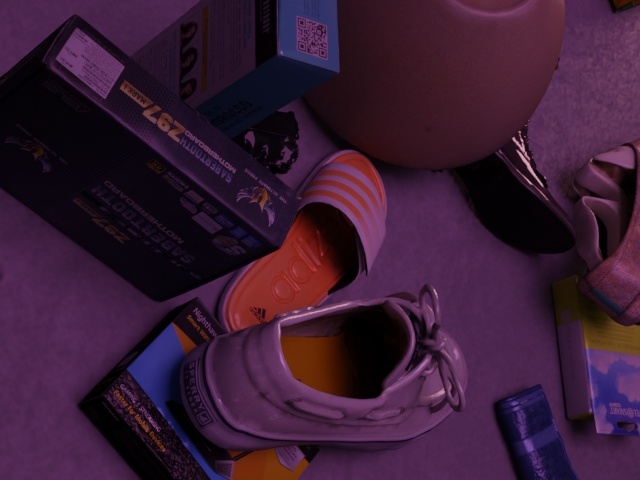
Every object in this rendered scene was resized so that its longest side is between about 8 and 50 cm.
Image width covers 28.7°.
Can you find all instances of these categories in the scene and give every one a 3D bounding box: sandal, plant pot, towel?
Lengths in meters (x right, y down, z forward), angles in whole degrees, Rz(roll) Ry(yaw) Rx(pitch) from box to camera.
[{"bbox_3d":[0.006,0.008,1.179,0.102,0.076,0.265,49,51,-15],"label":"sandal"},{"bbox_3d":[0.123,-0.234,1.222,0.284,0.191,0.284,4,72,-13],"label":"plant pot"},{"bbox_3d":[0.229,0.216,1.316,0.067,0.029,0.119,-16,85,-41],"label":"towel"}]

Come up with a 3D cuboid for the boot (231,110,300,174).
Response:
[{"bbox_3d":[-0.067,-0.122,1.187,0.099,0.045,0.121,11,75,-33],"label":"boot"}]

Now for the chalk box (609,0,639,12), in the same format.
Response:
[{"bbox_3d":[0.471,-0.405,1.666,0.213,0.132,0.132,-26,92,-41],"label":"chalk box"}]

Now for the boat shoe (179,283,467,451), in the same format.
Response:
[{"bbox_3d":[0.055,0.099,1.096,0.367,0.156,0.135,8,60,-50],"label":"boat shoe"}]

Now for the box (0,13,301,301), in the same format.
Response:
[{"bbox_3d":[-0.158,-0.054,0.996,0.233,0.183,0.059,40,54,-23],"label":"box"}]

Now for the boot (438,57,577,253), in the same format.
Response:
[{"bbox_3d":[0.221,-0.138,1.397,0.263,0.091,0.229,44,53,-16],"label":"boot"}]

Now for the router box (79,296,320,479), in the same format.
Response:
[{"bbox_3d":[-0.099,0.158,1.060,0.179,0.046,0.133,52,49,-12],"label":"router box"}]

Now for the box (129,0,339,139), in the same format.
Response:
[{"bbox_3d":[-0.082,-0.146,1.050,0.060,0.244,0.100,12,67,-35],"label":"box"}]

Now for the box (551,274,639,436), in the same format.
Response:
[{"bbox_3d":[0.320,0.134,1.411,0.109,0.042,0.178,10,68,-35],"label":"box"}]

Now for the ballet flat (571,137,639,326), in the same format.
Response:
[{"bbox_3d":[0.342,-0.039,1.434,0.106,0.107,0.316,26,40,-8],"label":"ballet flat"}]
